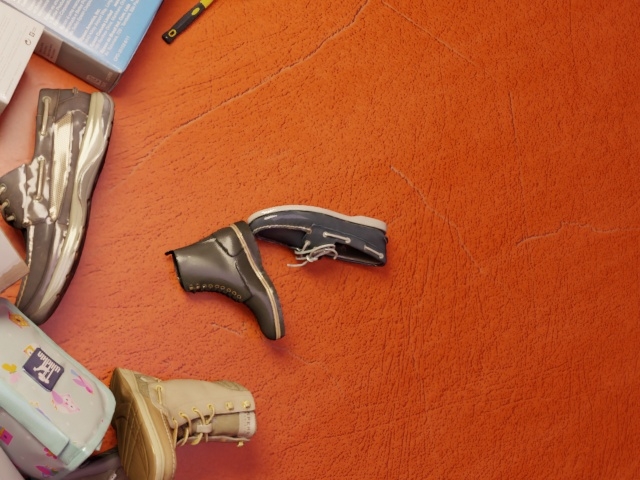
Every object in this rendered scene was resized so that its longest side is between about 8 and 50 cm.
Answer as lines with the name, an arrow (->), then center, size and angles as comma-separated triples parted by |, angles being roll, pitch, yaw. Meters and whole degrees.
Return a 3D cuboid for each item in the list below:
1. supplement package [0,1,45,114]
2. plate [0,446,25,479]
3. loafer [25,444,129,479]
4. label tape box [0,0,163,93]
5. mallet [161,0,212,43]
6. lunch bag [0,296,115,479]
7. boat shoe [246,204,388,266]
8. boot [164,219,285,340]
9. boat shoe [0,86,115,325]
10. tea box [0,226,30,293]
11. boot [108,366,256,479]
supplement package -> -0.523, -0.270, 1.100 | 0.244, 0.139, 0.134 | 27, 64, -25
plate -> -0.484, 0.297, 0.904 | 0.277, 0.045, 0.278 | -26, 133, -17
loafer -> -0.319, 0.349, 1.151 | 0.251, 0.094, 0.088 | -15, 89, -28
label tape box -> -0.401, -0.418, 1.213 | 0.347, 0.115, 0.249 | 29, 71, -16
mallet -> -0.183, -0.383, 1.354 | 0.062, 0.039, 0.190 | 39, 74, -18
lunch bag -> -0.389, 0.194, 1.048 | 0.223, 0.262, 0.160 | 46, 67, -12
boat shoe -> 0.000, 0.000, 1.353 | 0.254, 0.095, 0.079 | 9, 68, -33
boot -> -0.147, 0.082, 1.289 | 0.137, 0.077, 0.198 | -20, 79, -21
boat shoe -> -0.390, -0.056, 1.171 | 0.130, 0.132, 0.356 | 14, 68, -13
tea box -> -0.578, 0.001, 0.924 | 0.329, 0.323, 0.220 | -41, 138, -23
boot -> -0.178, 0.260, 1.147 | 0.203, 0.262, 0.095 | 11, 99, -25
